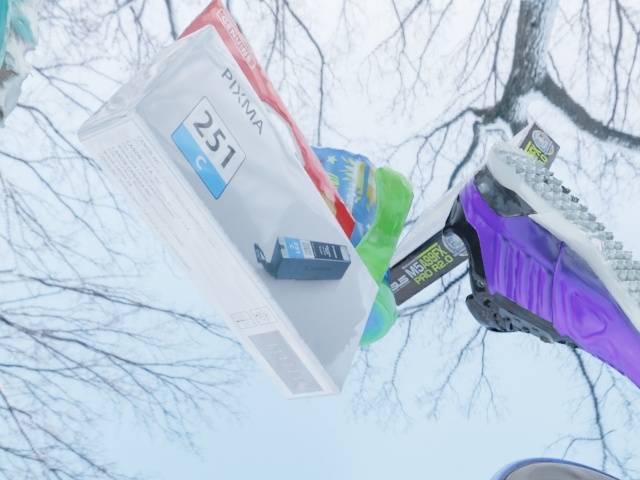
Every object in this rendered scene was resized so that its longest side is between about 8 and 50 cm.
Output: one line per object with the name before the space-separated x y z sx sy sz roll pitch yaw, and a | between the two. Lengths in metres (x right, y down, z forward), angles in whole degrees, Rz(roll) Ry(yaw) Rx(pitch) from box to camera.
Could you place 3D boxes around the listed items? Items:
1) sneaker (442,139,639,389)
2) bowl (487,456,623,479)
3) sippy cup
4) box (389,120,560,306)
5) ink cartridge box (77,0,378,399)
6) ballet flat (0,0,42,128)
sneaker | 0.222 0.053 0.689 0.146 0.102 0.293 -50 -123 28
bowl | 0.348 0.405 0.838 0.391 0.391 0.077 32 -66 22
sippy cup | 0.000 0.000 1.002 0.305 0.240 0.224 -2 -123 24
box | 0.215 -0.036 1.081 0.060 0.270 0.216 44 -134 -4
ink cartridge box | -0.041 -0.052 0.649 0.066 0.296 0.261 -15 -147 31
ballet flat | -0.227 -0.213 0.428 0.147 0.147 0.409 -4 -117 12
